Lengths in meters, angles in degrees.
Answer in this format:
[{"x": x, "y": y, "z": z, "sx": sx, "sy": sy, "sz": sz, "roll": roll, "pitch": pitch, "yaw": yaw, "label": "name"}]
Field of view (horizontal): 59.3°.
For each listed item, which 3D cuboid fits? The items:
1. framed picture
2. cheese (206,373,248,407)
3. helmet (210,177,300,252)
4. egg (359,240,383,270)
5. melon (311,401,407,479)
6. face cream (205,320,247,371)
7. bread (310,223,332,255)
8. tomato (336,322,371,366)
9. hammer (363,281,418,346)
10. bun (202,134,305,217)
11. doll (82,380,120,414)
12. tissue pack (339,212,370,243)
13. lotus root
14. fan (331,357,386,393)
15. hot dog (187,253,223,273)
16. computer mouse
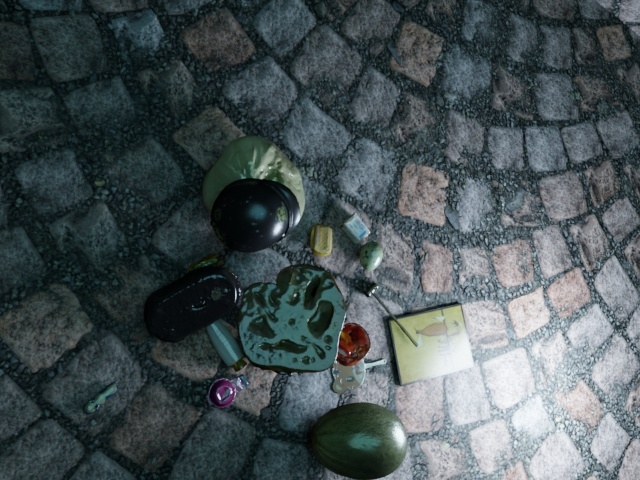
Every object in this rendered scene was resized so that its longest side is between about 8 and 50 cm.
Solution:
[{"x": 0.424, "y": 0.393, "z": 2.148, "sx": 0.338, "sy": 0.014, "sz": 0.256, "roll": -8, "pitch": 85, "yaw": -22, "label": "framed picture"}, {"x": -0.304, "y": 0.488, "z": 1.837, "sx": 0.145, "sy": 0.038, "sz": 0.095, "roll": -24, "pitch": 93, "yaw": -29, "label": "cheese"}, {"x": -0.211, "y": -0.064, "z": 1.706, "sx": 0.278, "sy": 0.160, "sz": 0.231, "roll": -8, "pitch": 108, "yaw": 15, "label": "helmet"}, {"x": 0.186, "y": 0.058, "z": 2.066, "sx": 0.085, "sy": 0.085, "sz": 0.111, "roll": 9, "pitch": 86, "yaw": -20, "label": "egg"}, {"x": 0.133, "y": 0.666, "z": 1.874, "sx": 0.328, "sy": 0.248, "sz": 0.249, "roll": 7, "pitch": 80, "yaw": -18, "label": "melon"}, {"x": -0.309, "y": 0.346, "z": 1.848, "sx": 0.072, "sy": 0.051, "sz": 0.182, "roll": -35, "pitch": 95, "yaw": -20, "label": "face cream"}, {"x": 0.000, "y": 0.000, "z": 2.017, "sx": 0.082, "sy": 0.056, "sz": 0.115, "roll": 6, "pitch": 74, "yaw": -21, "label": "bread"}, {"x": 0.093, "y": 0.374, "z": 1.976, "sx": 0.139, "sy": 0.091, "sz": 0.159, "roll": 45, "pitch": 53, "yaw": 14, "label": "tomato"}, {"x": 0.271, "y": 0.283, "z": 2.086, "sx": 0.058, "sy": 0.029, "sz": 0.292, "roll": -41, "pitch": 94, "yaw": -22, "label": "hammer"}, {"x": -0.212, "y": -0.171, "z": 1.869, "sx": 0.360, "sy": 0.213, "sz": 0.362, "roll": 1, "pitch": 88, "yaw": -18, "label": "bun"}, {"x": -0.663, "y": 0.476, "z": 1.703, "sx": 0.125, "sy": 0.027, "sz": 0.037, "roll": -42, "pitch": 91, "yaw": -21, "label": "doll"}, {"x": 0.128, "y": -0.043, "z": 2.072, "sx": 0.074, "sy": 0.058, "sz": 0.094, "roll": -41, "pitch": 97, "yaw": -19, "label": "tissue pack"}, {"x": -0.088, "y": 0.274, "z": 1.875, "sx": 0.390, "sy": 0.111, "sz": 0.375, "roll": -38, "pitch": 86, "yaw": -15, "label": "lotus root"}, {"x": 0.138, "y": 0.460, "z": 2.030, "sx": 0.226, "sy": 0.008, "sz": 0.153, "roll": -7, "pitch": 84, "yaw": -21, "label": "fan"}, {"x": -0.381, "y": 0.085, "z": 1.863, "sx": 0.133, "sy": 0.041, "sz": 0.057, "roll": -27, "pitch": 92, "yaw": -23, "label": "hot dog"}, {"x": -0.408, "y": 0.197, "z": 1.796, "sx": 0.323, "sy": 0.116, "sz": 0.183, "roll": -28, "pitch": 104, "yaw": -10, "label": "computer mouse"}]
